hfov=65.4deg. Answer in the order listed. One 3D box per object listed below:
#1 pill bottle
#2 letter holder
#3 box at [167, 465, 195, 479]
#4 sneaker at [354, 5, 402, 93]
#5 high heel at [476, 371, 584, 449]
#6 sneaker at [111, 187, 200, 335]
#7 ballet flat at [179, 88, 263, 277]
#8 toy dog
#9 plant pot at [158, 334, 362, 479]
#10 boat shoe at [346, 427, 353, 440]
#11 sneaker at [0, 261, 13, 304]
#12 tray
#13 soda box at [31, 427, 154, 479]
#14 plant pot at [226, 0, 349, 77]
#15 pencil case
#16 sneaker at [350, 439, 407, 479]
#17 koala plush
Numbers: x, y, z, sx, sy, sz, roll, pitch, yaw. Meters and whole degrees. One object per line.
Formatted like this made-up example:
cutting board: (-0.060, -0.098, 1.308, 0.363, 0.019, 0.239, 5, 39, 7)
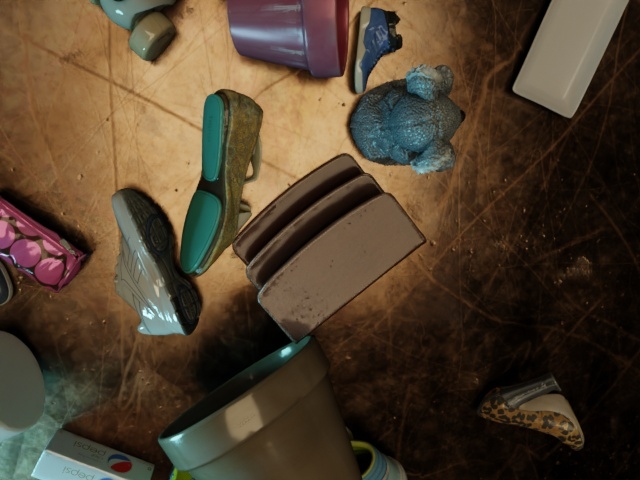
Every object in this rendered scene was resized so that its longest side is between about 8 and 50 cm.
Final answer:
pill bottle: (-0.722, 0.322, 0.876, 0.392, 0.224, 0.224, -24, 105, -1)
letter holder: (0.000, 0.000, 0.934, 0.302, 0.152, 0.214, -39, 103, 3)
box: (-0.243, 0.597, 0.968, 0.177, 0.290, 0.279, 20, 99, -11)
sneaker: (0.108, -0.345, 0.914, 0.084, 0.058, 0.152, 6, 96, 0)
high heel: (0.482, 0.416, 1.142, 0.186, 0.093, 0.261, -27, 114, 18)
sneaker: (-0.333, 0.051, 0.927, 0.129, 0.111, 0.297, -14, 99, 14)
ballet flat: (-0.172, -0.095, 0.917, 0.123, 0.123, 0.349, 10, 103, -10)
toy dog: (-0.250, -0.458, 0.788, 0.220, 0.161, 0.334, 22, 99, -12)
plant pot: (-0.072, 0.370, 0.884, 0.323, 0.323, 0.280, -33, 87, 1)
boat shoe: (0.035, 0.423, 1.094, 0.049, 0.042, 0.133, -42, 121, -28)
sneaker: (-0.645, 0.041, 0.854, 0.086, 0.163, 0.226, -32, 106, -1)
tray: (0.482, -0.390, 0.967, 0.145, 0.030, 0.270, 20, 100, -12)
soda box: (-0.459, 0.471, 1.021, 0.216, 0.074, 0.069, 27, 98, -12)
plant pot: (-0.050, -0.376, 0.828, 0.180, 0.201, 0.201, 2, 103, 7)
pencil case: (-0.528, -0.003, 0.896, 0.209, 0.095, 0.098, 38, 131, -16)
sneaker: (0.015, 0.539, 1.048, 0.319, 0.127, 0.208, -39, 127, -7)
koala plush: (0.166, -0.203, 0.870, 0.203, 0.221, 0.196, -7, 104, -6)
